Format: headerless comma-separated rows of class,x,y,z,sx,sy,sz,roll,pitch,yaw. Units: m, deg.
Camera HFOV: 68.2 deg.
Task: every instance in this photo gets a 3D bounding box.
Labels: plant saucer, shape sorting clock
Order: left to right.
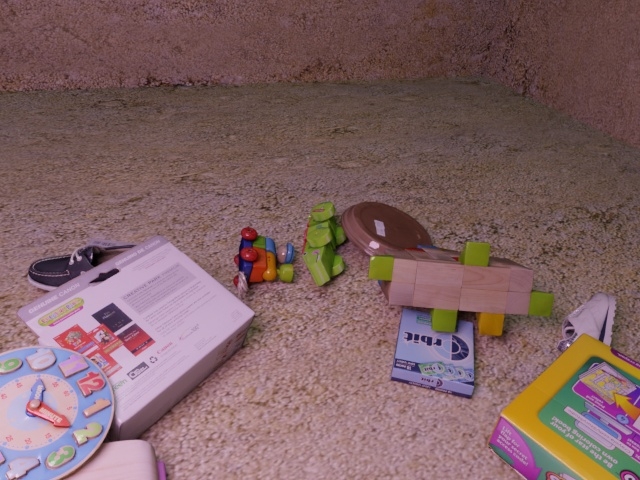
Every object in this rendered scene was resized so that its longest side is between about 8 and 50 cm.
shape sorting clock,-0.394,0.232,0.647,0.206,0.040,0.206,21,35,-16
plant saucer,0.190,-0.024,1.292,0.278,0.041,0.277,17,34,-12

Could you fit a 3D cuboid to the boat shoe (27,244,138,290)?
boat shoe,-0.510,0.051,1.080,0.303,0.091,0.114,-2,35,-11

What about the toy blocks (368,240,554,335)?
toy blocks,0.286,0.079,1.089,0.382,0.190,0.261,5,8,-1

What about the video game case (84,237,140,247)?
video game case,-0.511,0.063,1.166,0.202,0.023,0.183,7,34,2

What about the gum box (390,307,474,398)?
gum box,0.237,0.229,0.989,0.157,0.041,0.184,12,35,10

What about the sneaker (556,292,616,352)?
sneaker,0.603,0.183,1.066,0.095,0.090,0.235,13,33,29

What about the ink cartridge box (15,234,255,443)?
ink cartridge box,-0.331,0.168,0.876,0.272,0.130,0.309,38,43,14

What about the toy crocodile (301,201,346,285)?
toy crocodile,0.000,0.000,1.240,0.105,0.115,0.340,-17,30,16

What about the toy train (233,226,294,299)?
toy train,-0.130,0.076,1.135,0.144,0.105,0.248,10,32,-16

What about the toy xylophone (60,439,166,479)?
toy xylophone,-0.352,0.369,0.605,0.323,0.081,0.236,10,33,-22

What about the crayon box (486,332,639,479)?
crayon box,0.526,0.355,0.781,0.313,0.106,0.363,-24,43,-33
